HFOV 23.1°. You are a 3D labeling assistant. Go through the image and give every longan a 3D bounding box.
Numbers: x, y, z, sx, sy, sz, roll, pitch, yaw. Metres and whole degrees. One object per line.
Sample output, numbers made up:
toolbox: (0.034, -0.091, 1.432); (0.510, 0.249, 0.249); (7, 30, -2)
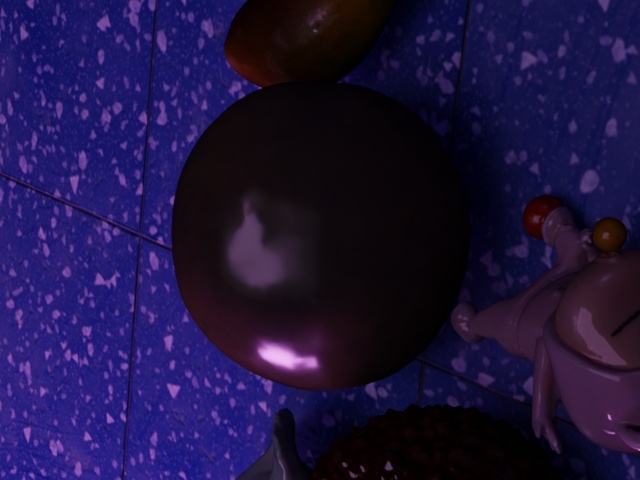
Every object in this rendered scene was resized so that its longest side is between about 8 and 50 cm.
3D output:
longan: (0.000, 0.000, 1.551); (0.319, 0.319, 0.319); (11, 105, 46)

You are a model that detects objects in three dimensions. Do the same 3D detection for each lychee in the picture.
lychee: (0.122, 0.290, 1.504); (0.264, 0.300, 0.264); (-156, 90, -81)

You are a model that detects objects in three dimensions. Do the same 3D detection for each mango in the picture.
mango: (-0.002, -0.230, 1.633); (0.267, 0.111, 0.133); (-26, 62, 47)

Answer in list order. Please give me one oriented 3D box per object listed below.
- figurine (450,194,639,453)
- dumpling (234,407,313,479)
figurine: (0.236, 0.073, 1.399); (0.287, 0.176, 0.186); (44, 153, 50)
dumpling: (-0.044, 0.368, 1.741); (0.211, 0.270, 0.321); (38, 101, 10)
